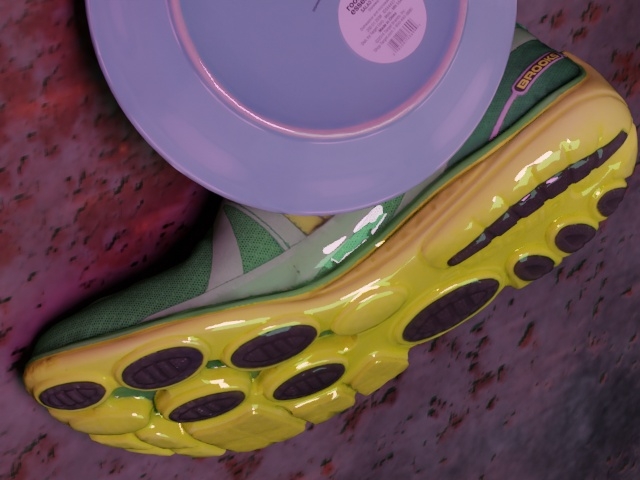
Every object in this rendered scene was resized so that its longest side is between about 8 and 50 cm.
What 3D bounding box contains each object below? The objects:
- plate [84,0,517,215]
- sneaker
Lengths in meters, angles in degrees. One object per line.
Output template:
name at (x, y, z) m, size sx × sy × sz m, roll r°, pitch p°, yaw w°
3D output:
plate at (-0.002, -0.104, 0.738) m, size 0.188 × 0.024 × 0.188 m, roll 1°, pitch 88°, yaw -17°
sneaker at (0.000, 0.000, 0.827) m, size 0.295 × 0.123 × 0.109 m, roll -28°, pitch 141°, yaw -3°
